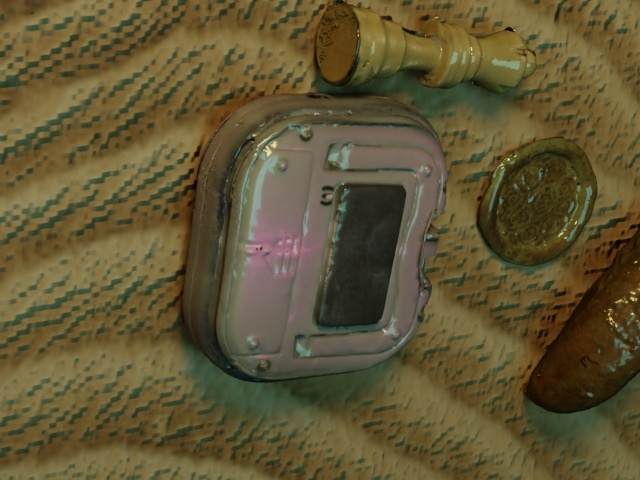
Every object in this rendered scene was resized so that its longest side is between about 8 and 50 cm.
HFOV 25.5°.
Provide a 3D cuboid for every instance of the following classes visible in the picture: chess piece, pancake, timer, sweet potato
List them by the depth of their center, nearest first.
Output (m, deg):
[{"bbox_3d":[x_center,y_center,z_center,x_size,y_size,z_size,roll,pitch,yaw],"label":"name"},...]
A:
[{"bbox_3d":[0.000,0.000,1.004,0.191,0.069,0.208,-4,109,-31],"label":"timer"},{"bbox_3d":[0.082,-0.133,1.008,0.172,0.060,0.060,0,109,-32],"label":"chess piece"},{"bbox_3d":[0.173,-0.031,1.123,0.115,0.011,0.114,-11,113,-27],"label":"pancake"},{"bbox_3d":[0.303,0.013,1.169,0.341,0.092,0.114,-38,147,-11],"label":"sweet potato"}]
